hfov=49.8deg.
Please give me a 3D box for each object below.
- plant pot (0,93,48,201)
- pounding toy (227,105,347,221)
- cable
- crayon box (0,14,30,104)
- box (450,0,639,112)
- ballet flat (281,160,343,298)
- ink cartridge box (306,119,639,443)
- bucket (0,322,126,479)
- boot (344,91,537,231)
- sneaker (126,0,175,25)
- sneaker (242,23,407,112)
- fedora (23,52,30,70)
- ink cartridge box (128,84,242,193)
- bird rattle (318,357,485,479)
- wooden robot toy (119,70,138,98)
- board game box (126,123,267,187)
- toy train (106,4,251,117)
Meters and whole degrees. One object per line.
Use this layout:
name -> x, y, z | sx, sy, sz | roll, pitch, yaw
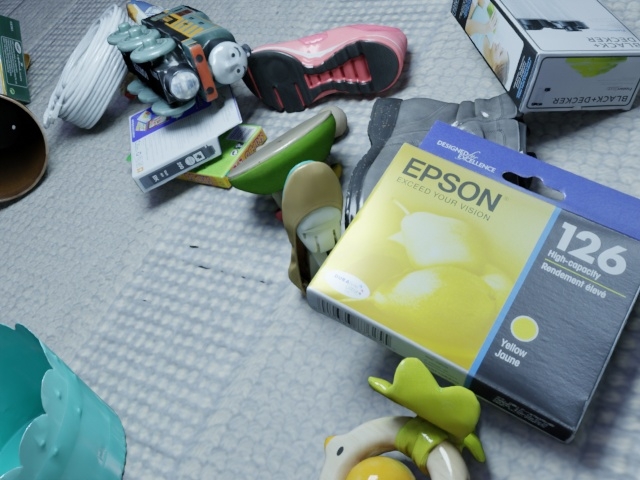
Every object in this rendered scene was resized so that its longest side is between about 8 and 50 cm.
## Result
plant pot -> -0.675, -0.216, 1.421 | 0.215, 0.215, 0.230 | -36, 29, -5
pounding toy -> -0.031, -0.109, 1.051 | 0.182, 0.110, 0.237 | -28, 14, 19
cable -> -0.462, -0.357, 1.424 | 0.257, 0.089, 0.257 | -42, 34, 28
crayon box -> -0.869, -0.408, 1.681 | 0.322, 0.083, 0.203 | -8, 90, 21
box -> 0.314, -0.298, 0.976 | 0.169, 0.087, 0.290 | -3, 45, -11
ballet flat -> 0.000, 0.000, 0.841 | 0.080, 0.232, 0.073 | -21, 57, -13
ink cartridge box -> 0.192, 0.011, 0.759 | 0.303, 0.072, 0.307 | 26, 69, 20
bucket -> -0.391, 0.262, 0.840 | 0.281, 0.183, 0.281 | -15, 46, 16
boot -> 0.162, -0.075, 0.896 | 0.222, 0.118, 0.338 | 1, 58, 20
sneaker -> -0.337, -0.465, 1.526 | 0.130, 0.112, 0.296 | -25, 43, -18
sneaker -> 0.009, -0.309, 1.203 | 0.313, 0.116, 0.136 | 1, 37, 26
fedora -> -0.847, -0.441, 1.777 | 0.194, 0.079, 0.194 | -15, 46, 17
ink cartridge box -> -0.235, -0.198, 1.209 | 0.208, 0.045, 0.206 | -26, 42, 6
bird rattle -> 0.091, 0.256, 0.665 | 0.206, 0.143, 0.254 | -21, 57, 27
wooden robot toy -> -0.367, -0.329, 1.441 | 0.173, 0.079, 0.076 | -5, 80, 55
board game box -> -0.228, -0.164, 1.232 | 0.259, 0.039, 0.124 | 14, 59, 34
toy train -> -0.252, -0.329, 1.220 | 0.190, 0.142, 0.334 | -28, 34, -16
